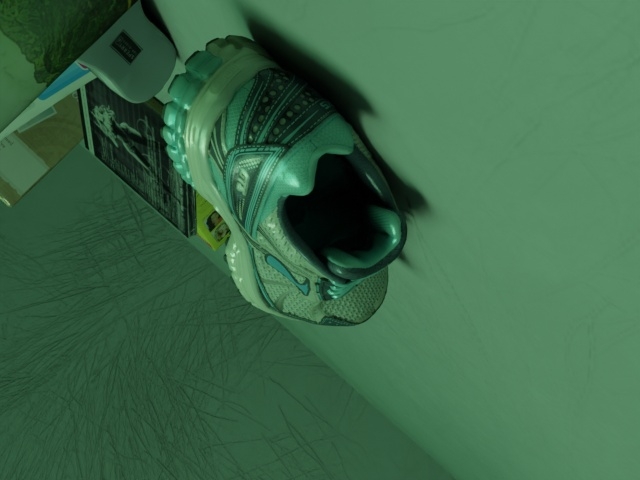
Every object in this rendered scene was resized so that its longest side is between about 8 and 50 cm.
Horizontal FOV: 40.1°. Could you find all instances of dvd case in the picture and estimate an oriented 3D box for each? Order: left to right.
[{"bbox_3d":[-0.223,-0.122,1.054,0.221,0.018,0.165,38,144,27],"label":"dvd case"}]

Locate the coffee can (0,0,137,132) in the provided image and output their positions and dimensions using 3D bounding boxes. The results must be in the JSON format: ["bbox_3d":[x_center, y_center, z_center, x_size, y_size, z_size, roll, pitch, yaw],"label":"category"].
[{"bbox_3d":[-0.201,-0.116,0.350,0.201,0.275,0.201,42,172,8],"label":"coffee can"}]

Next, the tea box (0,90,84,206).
[{"bbox_3d":[-0.532,-0.249,1.381,0.329,0.220,0.323,46,170,-17],"label":"tea box"}]

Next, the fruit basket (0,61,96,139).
[{"bbox_3d":[-0.406,-0.174,0.737,0.327,0.353,0.165,51,-168,-38],"label":"fruit basket"}]

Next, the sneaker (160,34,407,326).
[{"bbox_3d":[0.000,0.000,0.570,0.122,0.110,0.283,33,167,33],"label":"sneaker"}]

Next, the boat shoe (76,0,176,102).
[{"bbox_3d":[-0.167,-0.172,0.622,0.076,0.080,0.228,40,178,12],"label":"boat shoe"}]

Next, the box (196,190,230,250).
[{"bbox_3d":[-0.178,-0.064,1.206,0.087,0.058,0.232,41,171,16],"label":"box"}]
